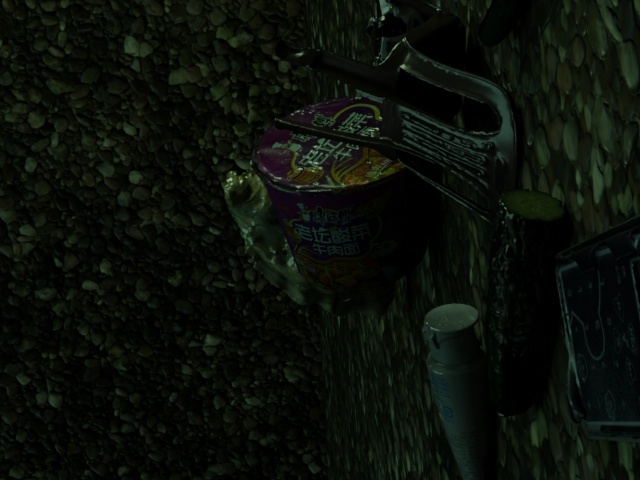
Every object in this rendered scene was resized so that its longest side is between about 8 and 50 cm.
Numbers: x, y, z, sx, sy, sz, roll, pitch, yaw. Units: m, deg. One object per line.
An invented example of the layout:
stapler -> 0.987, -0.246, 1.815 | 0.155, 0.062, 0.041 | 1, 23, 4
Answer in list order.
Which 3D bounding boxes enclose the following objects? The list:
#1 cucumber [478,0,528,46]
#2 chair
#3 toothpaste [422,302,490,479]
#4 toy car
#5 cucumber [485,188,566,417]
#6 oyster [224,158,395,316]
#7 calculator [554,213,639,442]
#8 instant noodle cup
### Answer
cucumber -> 0.181, -0.231, 1.202 | 0.184, 0.033, 0.036 | 107, 178, -71
chair -> 0.125, -0.159, 1.430 | 0.326, 0.183, 0.175 | 25, 135, 29
toothpaste -> 0.176, 0.220, 1.545 | 0.114, 0.073, 0.299 | -109, 7, -64
toy car -> 0.101, -0.297, 1.724 | 0.170, 0.070, 0.080 | 94, 169, -67
cucumber -> 0.192, 0.079, 1.233 | 0.067, 0.068, 0.293 | -102, 8, -50
oyster -> 0.000, 0.003, 1.956 | 0.107, 0.355, 0.201 | 6, 75, 64
calculator -> 0.233, 0.074, 0.982 | 0.274, 0.028, 0.165 | 122, 142, -80
instant noodle cup -> 0.044, -0.059, 1.781 | 0.251, 0.251, 0.190 | -104, 1, -55
